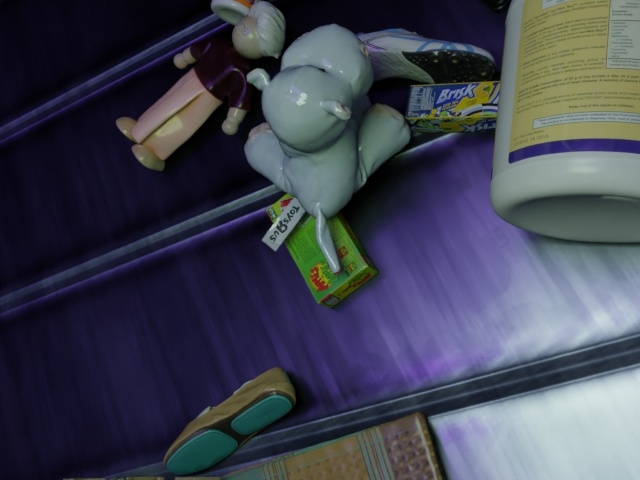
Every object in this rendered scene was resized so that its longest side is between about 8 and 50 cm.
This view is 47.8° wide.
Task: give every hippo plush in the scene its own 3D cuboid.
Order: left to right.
[{"bbox_3d":[-0.029,-0.164,0.992,0.234,0.236,0.294,20,66,26],"label":"hippo plush"}]

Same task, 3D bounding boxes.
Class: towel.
[{"bbox_3d":[0.010,0.409,0.954,0.370,0.040,0.271,-24,65,18],"label":"towel"}]

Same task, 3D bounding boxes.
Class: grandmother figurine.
[{"bbox_3d":[-0.189,-0.266,1.230,0.342,0.104,0.208,-42,74,14],"label":"grandmother figurine"}]

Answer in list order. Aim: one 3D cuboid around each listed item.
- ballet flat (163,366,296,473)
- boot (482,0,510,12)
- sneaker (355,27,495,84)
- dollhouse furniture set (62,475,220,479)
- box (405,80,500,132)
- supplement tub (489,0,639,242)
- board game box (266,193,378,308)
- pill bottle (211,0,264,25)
[{"bbox_3d":[-0.132,0.264,1.064,0.232,0.080,0.073,-32,35,13],"label":"ballet flat"},{"bbox_3d":[0.226,-0.390,1.044,0.045,0.099,0.121,-40,61,10],"label":"boot"},{"bbox_3d":[0.143,-0.276,1.068,0.237,0.085,0.086,11,61,24],"label":"sneaker"},{"bbox_3d":[-0.255,0.380,0.996,0.182,0.161,0.101,-21,64,48],"label":"dollhouse furniture set"},{"bbox_3d":[0.210,-0.186,1.014,0.168,0.059,0.054,4,78,29],"label":"box"},{"bbox_3d":[0.332,-0.182,0.843,0.241,0.241,0.331,2,76,28],"label":"supplement tub"},{"bbox_3d":[0.000,0.000,1.078,0.092,0.043,0.181,-38,61,13],"label":"board game box"},{"bbox_3d":[-0.129,-0.459,1.262,0.086,0.086,0.152,14,81,30],"label":"pill bottle"}]
